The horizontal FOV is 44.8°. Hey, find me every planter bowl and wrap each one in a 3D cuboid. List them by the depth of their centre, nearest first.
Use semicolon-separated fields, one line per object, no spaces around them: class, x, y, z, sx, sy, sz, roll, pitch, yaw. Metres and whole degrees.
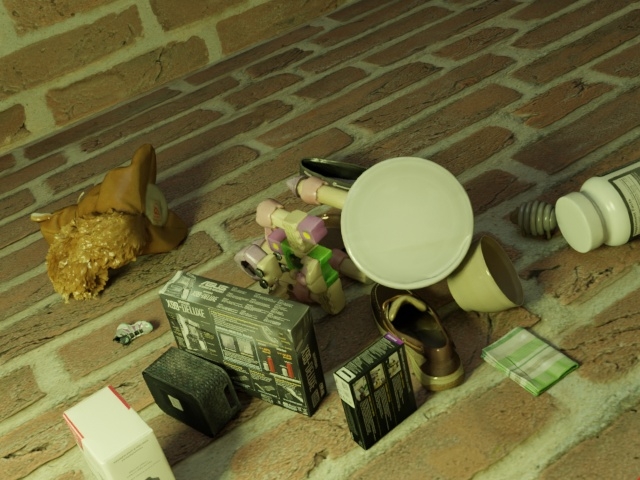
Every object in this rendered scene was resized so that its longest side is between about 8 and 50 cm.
planter bowl;0.334;0.085;1.620;0.109;0.162;0.162;-31;24;29

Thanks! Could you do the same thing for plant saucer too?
plant saucer;0.000;0.000;1.977;0.199;0.036;0.198;-11;34;7

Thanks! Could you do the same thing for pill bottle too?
pill bottle;0.670;-0.083;1.698;0.278;0.162;0.162;-22;33;-8

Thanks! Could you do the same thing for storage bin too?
storage bin;-0.259;0.302;1.558;0.180;0.122;0.084;14;43;38

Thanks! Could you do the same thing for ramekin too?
ramekin;0.178;-0.027;1.615;0.273;0.272;0.127;-16;-12;1

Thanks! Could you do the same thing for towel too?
towel;0.396;0.225;1.483;0.113;0.023;0.152;-30;36;-20

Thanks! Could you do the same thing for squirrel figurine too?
squirrel figurine;-0.610;-0.026;2.077;0.371;0.281;0.397;-11;30;19

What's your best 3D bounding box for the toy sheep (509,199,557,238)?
toy sheep;0.501;-0.050;1.789;0.132;0.091;0.091;3;37;26

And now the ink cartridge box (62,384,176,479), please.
ink cartridge box;-0.331;0.396;1.346;0.100;0.237;0.172;-31;35;-26

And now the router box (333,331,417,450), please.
router box;0.102;0.272;1.395;0.133;0.178;0.046;-32;38;-24

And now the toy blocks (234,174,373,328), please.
toy blocks;-0.083;0.034;1.741;0.260;0.288;0.309;21;51;38

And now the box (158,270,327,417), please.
box;-0.151;0.201;1.524;0.308;0.242;0.076;12;43;27

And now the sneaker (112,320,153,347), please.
sneaker;-0.446;0.226;1.835;0.098;0.038;0.069;-12;33;24

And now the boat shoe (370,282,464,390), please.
boat shoe;0.186;0.157;1.582;0.123;0.123;0.342;-19;33;-5

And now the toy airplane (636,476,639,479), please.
toy airplane;0.554;0.386;1.169;0.151;0.028;0.151;-10;35;7

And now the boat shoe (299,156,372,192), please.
boat shoe;0.079;-0.168;2.138;0.335;0.095;0.112;8;40;33
